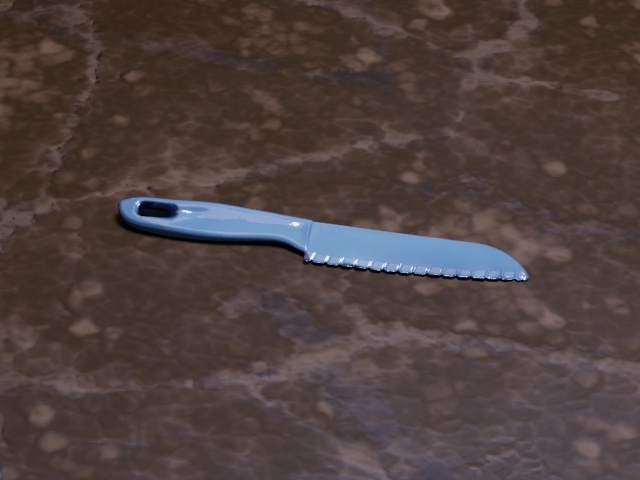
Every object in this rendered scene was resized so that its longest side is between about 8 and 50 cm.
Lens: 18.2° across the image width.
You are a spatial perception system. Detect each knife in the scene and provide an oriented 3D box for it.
[{"bbox_3d":[0.000,0.000,1.488,0.313,0.019,0.044,7,46,5],"label":"knife"}]

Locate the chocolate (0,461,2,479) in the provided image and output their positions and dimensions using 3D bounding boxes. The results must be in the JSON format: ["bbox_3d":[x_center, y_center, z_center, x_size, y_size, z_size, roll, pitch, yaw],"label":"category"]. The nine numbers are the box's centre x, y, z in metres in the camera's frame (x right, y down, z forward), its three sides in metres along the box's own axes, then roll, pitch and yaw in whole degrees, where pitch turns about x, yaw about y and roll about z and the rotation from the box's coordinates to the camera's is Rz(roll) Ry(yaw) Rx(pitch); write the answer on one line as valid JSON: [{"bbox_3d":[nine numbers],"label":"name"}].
[{"bbox_3d":[-0.283,0.072,1.291,0.102,0.065,0.329,3,25,-26],"label":"chocolate"}]
